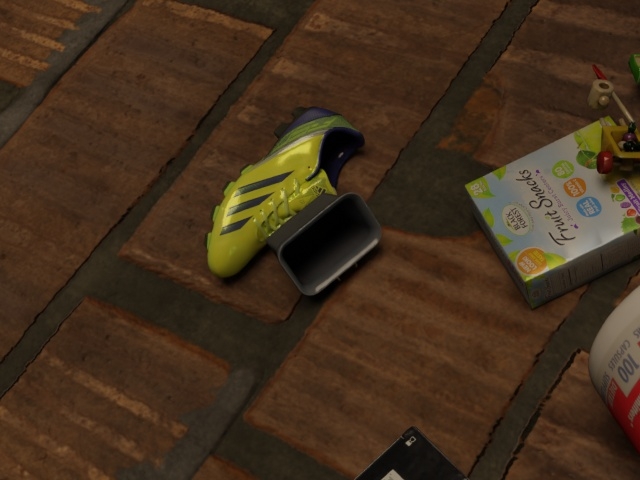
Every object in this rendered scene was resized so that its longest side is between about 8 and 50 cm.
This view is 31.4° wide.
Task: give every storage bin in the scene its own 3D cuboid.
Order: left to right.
[{"bbox_3d":[0.000,0.000,1.484,0.135,0.098,0.091,-39,24,-10],"label":"storage bin"}]

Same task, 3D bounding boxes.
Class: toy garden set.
[{"bbox_3d":[0.425,-0.162,1.409,0.204,0.049,0.244,0,47,-7],"label":"toy garden set"}]

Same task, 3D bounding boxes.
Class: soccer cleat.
[{"bbox_3d":[-0.047,-0.064,1.540,0.121,0.093,0.289,25,67,25],"label":"soccer cleat"}]

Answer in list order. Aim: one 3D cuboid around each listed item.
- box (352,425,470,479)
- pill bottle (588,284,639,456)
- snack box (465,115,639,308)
[{"bbox_3d":[0.086,0.302,1.174,0.156,0.158,0.093,-41,51,-12],"label":"box"},{"bbox_3d":[0.445,0.217,1.062,0.229,0.229,0.407,-27,50,-1],"label":"pill bottle"},{"bbox_3d":[0.309,-0.037,1.404,0.207,0.070,0.174,-27,51,0],"label":"snack box"}]
